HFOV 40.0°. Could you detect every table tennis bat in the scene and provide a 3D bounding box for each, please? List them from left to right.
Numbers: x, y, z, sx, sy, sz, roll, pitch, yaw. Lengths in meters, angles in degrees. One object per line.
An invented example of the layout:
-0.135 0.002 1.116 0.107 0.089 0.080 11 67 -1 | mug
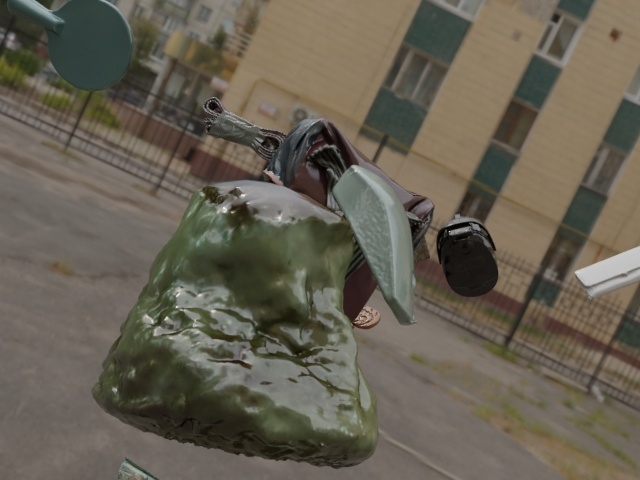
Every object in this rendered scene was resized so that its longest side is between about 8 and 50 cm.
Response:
-0.420 -0.347 1.468 0.244 0.152 0.040 30 15 9 | table tennis bat

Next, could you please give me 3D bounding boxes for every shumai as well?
-0.083 0.094 1.070 0.324 0.323 0.397 15 -10 -23 | shumai

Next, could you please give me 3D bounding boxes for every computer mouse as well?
0.086 0.002 1.149 0.230 0.079 0.128 68 9 20 | computer mouse

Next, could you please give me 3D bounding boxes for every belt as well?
-0.142 -0.202 1.679 0.232 0.071 0.053 30 1 31 | belt

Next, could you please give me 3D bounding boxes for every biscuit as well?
0.090 0.174 1.996 0.091 0.015 0.078 18 40 39 | biscuit

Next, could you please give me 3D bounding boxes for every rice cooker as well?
0.288 0.029 1.720 0.112 0.165 0.106 -14 22 11 | rice cooker

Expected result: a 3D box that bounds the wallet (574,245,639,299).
0.446 0.046 1.310 0.061 0.122 0.025 -110 178 -50 | wallet

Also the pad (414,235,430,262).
0.109 0.002 1.897 0.235 0.158 0.003 -20 -22 17 | pad

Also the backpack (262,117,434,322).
0.000 0.000 1.400 0.283 0.317 0.197 36 -9 -17 | backpack

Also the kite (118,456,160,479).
-0.277 0.467 1.321 0.315 0.011 0.335 -3 42 -9 | kite
